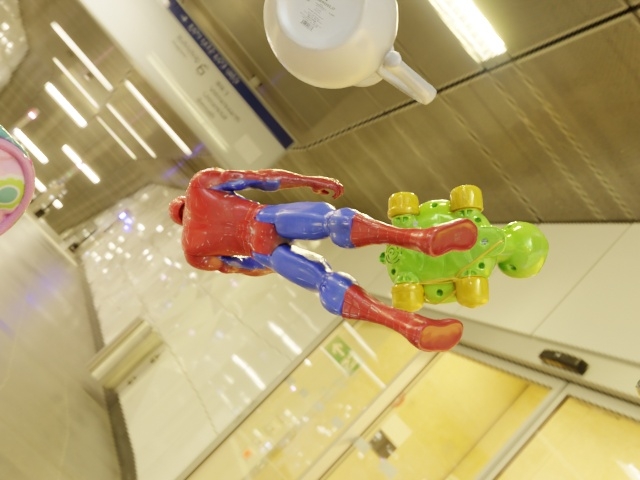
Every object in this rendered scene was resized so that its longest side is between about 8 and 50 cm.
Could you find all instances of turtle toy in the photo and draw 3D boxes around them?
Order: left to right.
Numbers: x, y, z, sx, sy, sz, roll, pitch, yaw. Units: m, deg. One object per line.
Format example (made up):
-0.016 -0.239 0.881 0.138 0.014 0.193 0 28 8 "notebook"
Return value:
0.109 0.010 0.539 0.130 0.095 0.066 -5 -16 19 "turtle toy"

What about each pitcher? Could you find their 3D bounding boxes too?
0.039 -0.199 0.697 0.177 0.126 0.207 31 9 6 "pitcher"

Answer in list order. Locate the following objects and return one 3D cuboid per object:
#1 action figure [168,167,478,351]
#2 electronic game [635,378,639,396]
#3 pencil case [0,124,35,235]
0.000 0.000 0.512 0.280 0.092 0.139 15 11 41 "action figure"
0.451 0.126 0.735 0.229 0.229 0.048 102 -31 -76 "electronic game"
-0.307 -0.111 0.498 0.284 0.124 0.124 50 -7 33 "pencil case"
